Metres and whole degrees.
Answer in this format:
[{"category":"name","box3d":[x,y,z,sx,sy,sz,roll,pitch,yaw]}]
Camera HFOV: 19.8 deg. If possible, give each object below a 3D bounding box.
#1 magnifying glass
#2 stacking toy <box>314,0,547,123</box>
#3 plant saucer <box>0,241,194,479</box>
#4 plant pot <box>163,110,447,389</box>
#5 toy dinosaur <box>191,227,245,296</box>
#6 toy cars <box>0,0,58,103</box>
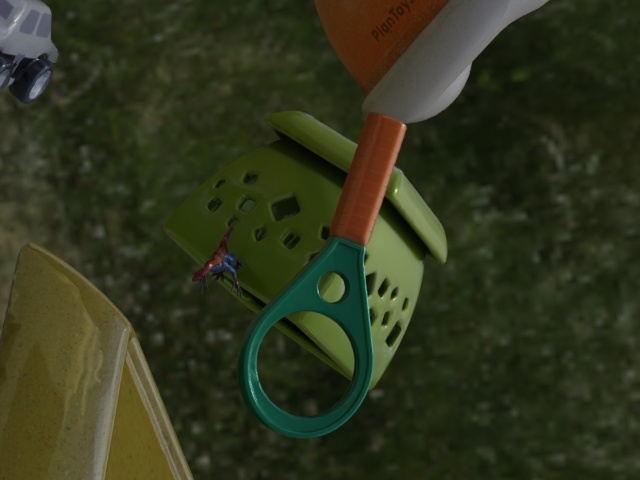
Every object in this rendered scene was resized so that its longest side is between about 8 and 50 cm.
[{"category":"magnifying glass","box3d":[0.010,0.024,1.261,0.026,0.092,0.231,175,-65,-74]},{"category":"stacking toy","box3d":[0.013,-0.362,1.469,0.480,0.350,0.350,43,25,-1]},{"category":"plant saucer","box3d":[-0.167,0.222,1.382,0.332,0.081,0.333,74,16,-48]},{"category":"plant pot","box3d":[0.000,0.000,2.055,0.207,0.228,0.227,-54,148,-6]},{"category":"toy dinosaur","box3d":[-0.112,0.024,1.898,0.082,0.047,0.090,43,30,-68]},{"category":"toy cars","box3d":[-0.287,-0.186,1.121,0.394,0.087,0.176,28,12,-44]}]
